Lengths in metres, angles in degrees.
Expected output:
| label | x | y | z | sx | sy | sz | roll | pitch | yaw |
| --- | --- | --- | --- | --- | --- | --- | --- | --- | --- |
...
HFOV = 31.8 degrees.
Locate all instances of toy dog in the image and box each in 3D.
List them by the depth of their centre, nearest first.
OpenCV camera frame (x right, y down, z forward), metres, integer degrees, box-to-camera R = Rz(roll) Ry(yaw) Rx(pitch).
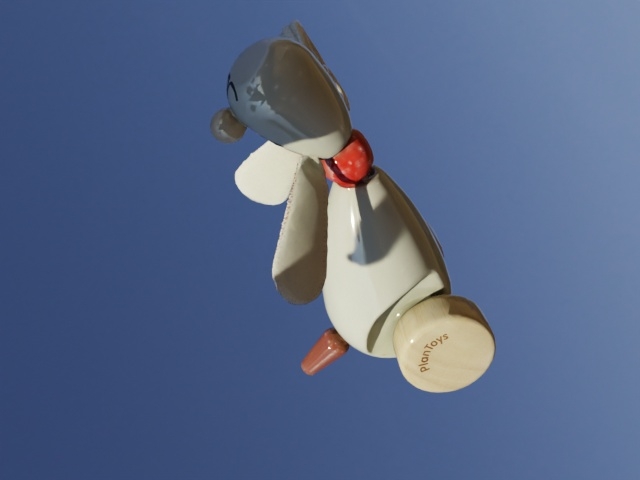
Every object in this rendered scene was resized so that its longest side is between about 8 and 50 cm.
| label | x | y | z | sx | sy | sz | roll | pitch | yaw |
| --- | --- | --- | --- | --- | --- | --- | --- | --- | --- |
| toy dog | 0.000 | 0.000 | 0.910 | 0.334 | 0.161 | 0.220 | 56 | -174 | -16 |
